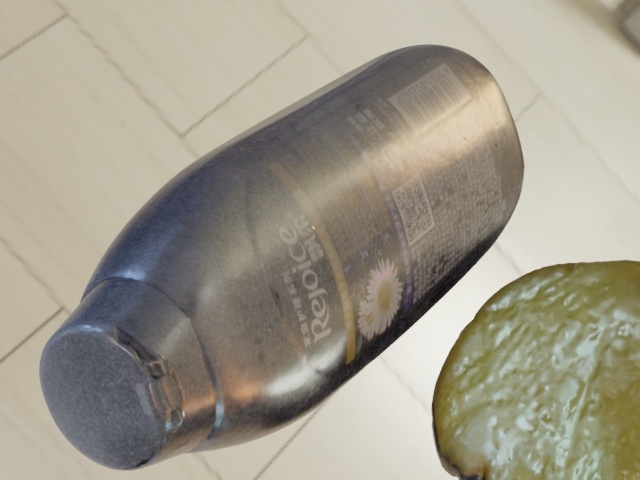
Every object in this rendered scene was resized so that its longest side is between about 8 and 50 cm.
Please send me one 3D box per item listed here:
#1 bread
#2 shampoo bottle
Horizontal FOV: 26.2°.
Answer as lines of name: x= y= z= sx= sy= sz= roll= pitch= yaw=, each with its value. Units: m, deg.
bread: x=0.105 y=0.093 z=0.574 sx=0.065 sy=0.149 sz=0.187 roll=43 pitch=75 yaw=-42
shampoo bottle: x=0.000 y=0.000 z=0.451 sx=0.234 sy=0.049 sz=0.087 roll=-37 pitch=109 yaw=-52
